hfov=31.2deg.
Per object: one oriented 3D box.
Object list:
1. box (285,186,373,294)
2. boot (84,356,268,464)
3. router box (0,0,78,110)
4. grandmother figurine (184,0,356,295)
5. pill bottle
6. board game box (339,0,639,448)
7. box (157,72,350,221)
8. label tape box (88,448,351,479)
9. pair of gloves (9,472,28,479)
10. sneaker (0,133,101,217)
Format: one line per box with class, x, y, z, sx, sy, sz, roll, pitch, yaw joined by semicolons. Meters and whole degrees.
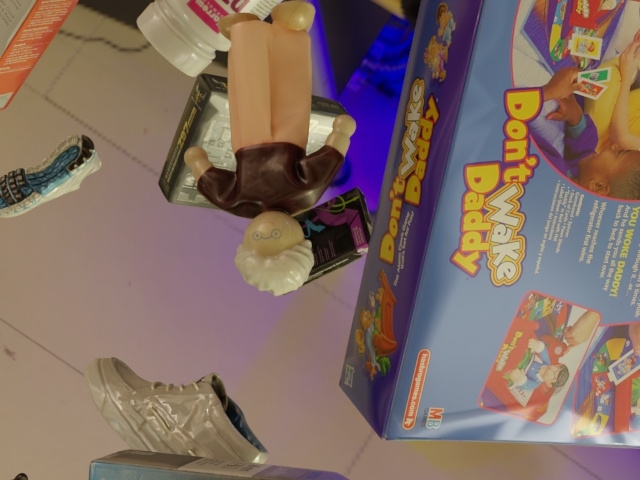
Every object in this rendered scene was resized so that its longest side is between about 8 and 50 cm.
box;0.000;0.000;1.704;0.162;0.029;0.116;-27;47;15
boot;-0.155;0.189;1.268;0.123;0.095;0.258;-48;57;5
router box;-0.461;-0.383;1.470;0.335;0.301;0.082;50;33;10
grandmother figurine;-0.063;-0.101;1.337;0.208;0.104;0.342;-13;70;24
pill bottle;-0.153;-0.409;1.854;0.283;0.160;0.160;-44;89;13
board game box;0.163;-0.051;0.674;0.233;0.078;0.347;6;105;-21
box;-0.093;-0.128;1.632;0.233;0.059;0.183;6;122;-32
label tape box;-0.055;0.338;1.080;0.334;0.106;0.240;4;86;11
pair of gloves;-0.159;0.162;0.632;0.010;0.083;0.074;38;100;40
sneaker;-0.421;-0.085;1.780;0.191;0.083;0.071;-29;67;-1
